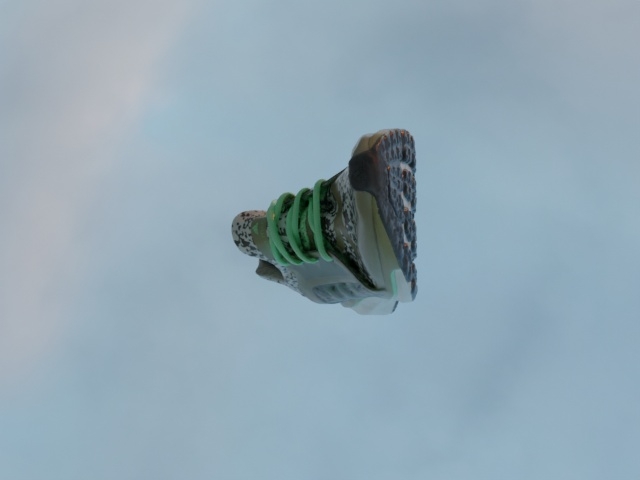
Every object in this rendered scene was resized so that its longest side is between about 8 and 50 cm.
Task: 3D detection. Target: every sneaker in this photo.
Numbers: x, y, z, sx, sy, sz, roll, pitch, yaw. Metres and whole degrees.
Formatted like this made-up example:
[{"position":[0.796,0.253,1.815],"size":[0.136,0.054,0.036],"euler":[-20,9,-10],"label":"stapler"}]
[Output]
[{"position":[0.000,0.000,1.200],"size":[0.182,0.410,0.158],"euler":[-1,-105,-3],"label":"sneaker"}]
